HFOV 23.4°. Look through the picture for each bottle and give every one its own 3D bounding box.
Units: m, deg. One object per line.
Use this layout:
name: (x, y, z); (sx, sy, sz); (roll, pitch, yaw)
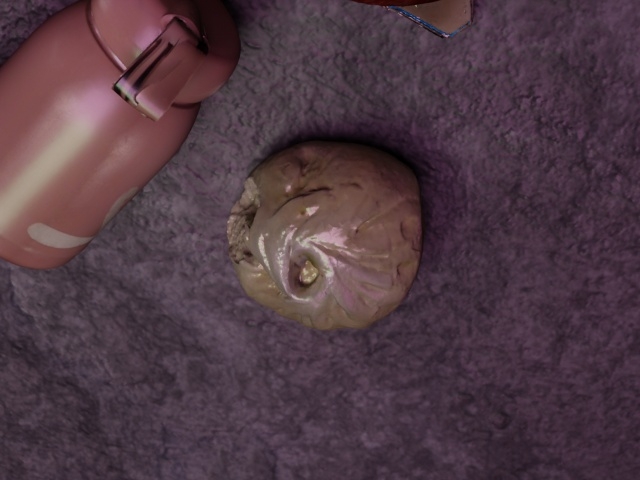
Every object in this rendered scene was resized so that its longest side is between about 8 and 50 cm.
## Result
bottle: (-0.204, -0.113, 1.389); (0.173, 0.206, 0.297); (40, 116, -20)

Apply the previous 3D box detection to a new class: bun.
bun: (0.000, 0.000, 1.456); (0.193, 0.128, 0.178); (12, 120, 6)

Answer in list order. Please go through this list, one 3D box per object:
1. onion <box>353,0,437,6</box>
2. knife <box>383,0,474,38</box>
onion: (0.058, -0.321, 1.210); (0.276, 0.276, 0.276); (4, 118, 8)
knife: (-0.024, -0.281, 1.363); (0.365, 0.043, 0.089); (27, 152, -7)
